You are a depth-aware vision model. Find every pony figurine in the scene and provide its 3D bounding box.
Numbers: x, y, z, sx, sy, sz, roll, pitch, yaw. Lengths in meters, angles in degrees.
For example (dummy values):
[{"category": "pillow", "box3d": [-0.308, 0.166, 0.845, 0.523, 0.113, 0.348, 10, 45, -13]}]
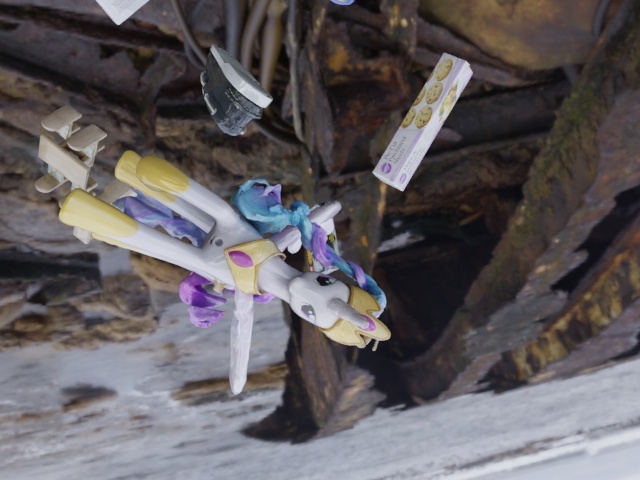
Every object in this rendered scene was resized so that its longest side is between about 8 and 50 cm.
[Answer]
[{"category": "pony figurine", "box3d": [-0.105, 0.031, 0.867, 0.363, 0.303, 0.351, 28, 171, -5]}]

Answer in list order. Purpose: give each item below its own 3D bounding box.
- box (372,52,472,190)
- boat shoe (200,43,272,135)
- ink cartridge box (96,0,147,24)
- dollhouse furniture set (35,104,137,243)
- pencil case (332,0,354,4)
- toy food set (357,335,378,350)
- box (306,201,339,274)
[{"category": "box", "box3d": [0.236, -0.271, 1.593, 0.324, 0.067, 0.063, -58, 148, 1]}, {"category": "boat shoe", "box3d": [-0.164, -0.264, 1.209, 0.114, 0.302, 0.091, 36, 101, -22]}, {"category": "ink cartridge box", "box3d": [-0.351, -0.526, 1.077, 0.198, 0.197, 0.270, -40, 159, -1]}, {"category": "dollhouse furniture set", "box3d": [-0.559, -0.136, 1.578, 0.161, 0.242, 0.212, -48, 172, -44]}, {"category": "pencil case", "box3d": [0.106, -0.859, 2.088, 0.119, 0.133, 0.306, -20, 161, -34]}, {"category": "toy food set", "box3d": [0.079, 0.184, 1.483, 0.122, 0.078, 0.019, 38, 150, -30]}, {"category": "box", "box3d": [0.000, 0.000, 1.400, 0.027, 0.137, 0.094, -3, 167, -25]}]
